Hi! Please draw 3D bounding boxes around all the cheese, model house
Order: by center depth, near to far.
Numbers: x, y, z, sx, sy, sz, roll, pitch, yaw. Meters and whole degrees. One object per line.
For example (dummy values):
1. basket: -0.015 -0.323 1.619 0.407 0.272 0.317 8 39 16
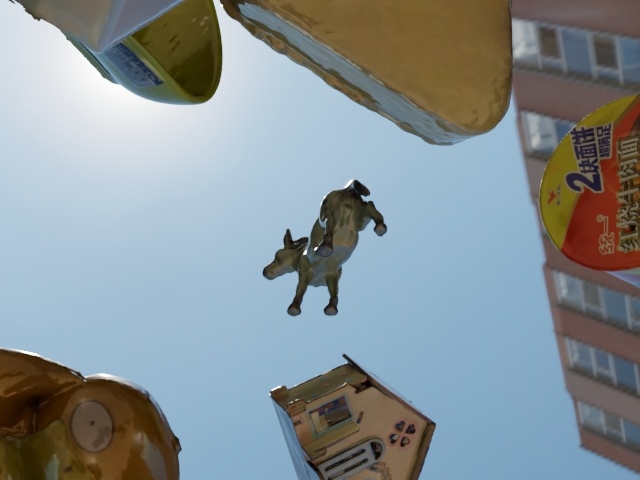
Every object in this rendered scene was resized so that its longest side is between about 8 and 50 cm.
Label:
1. cheese: 0.055 -0.313 1.293 0.384 0.384 0.104 -32 -174 -16
2. model house: 0.077 0.360 1.873 0.244 0.326 0.169 -25 -156 -19

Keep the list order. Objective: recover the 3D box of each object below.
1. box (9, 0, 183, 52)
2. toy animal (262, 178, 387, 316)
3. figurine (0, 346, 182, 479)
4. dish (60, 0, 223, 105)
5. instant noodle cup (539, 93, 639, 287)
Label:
1. box: -0.025 -0.183 0.413 0.079 0.135 0.269 36 -141 3
2. toy animal: 0.005 0.002 1.286 0.073 0.217 0.176 19 -144 -18
3. figurine: -0.228 0.178 0.772 0.228 0.215 0.215 -13 -143 23
4. dish: -0.220 -0.258 1.200 0.108 0.262 0.221 -18 -120 22
5. instant noodle cup: 0.380 -0.035 1.208 0.213 0.174 0.213 -22 -125 34
